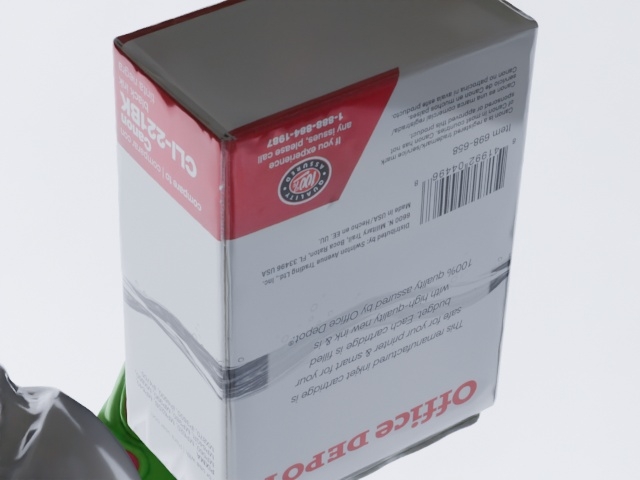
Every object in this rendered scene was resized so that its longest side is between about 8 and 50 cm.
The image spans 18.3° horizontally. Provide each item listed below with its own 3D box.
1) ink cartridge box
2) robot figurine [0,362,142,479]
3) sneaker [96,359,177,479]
[{"bbox_3d":[0.000,0.000,1.084,0.197,0.272,0.114,-22,-136,-28],"label":"ink cartridge box"},{"bbox_3d":[-0.205,0.109,0.694,0.353,0.300,0.199,26,-116,-9],"label":"robot figurine"},{"bbox_3d":[-0.039,0.066,1.456,0.185,0.482,0.202,32,-176,11],"label":"sneaker"}]
